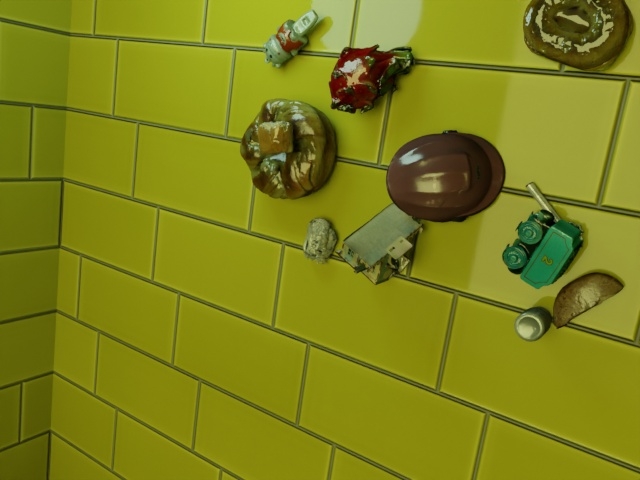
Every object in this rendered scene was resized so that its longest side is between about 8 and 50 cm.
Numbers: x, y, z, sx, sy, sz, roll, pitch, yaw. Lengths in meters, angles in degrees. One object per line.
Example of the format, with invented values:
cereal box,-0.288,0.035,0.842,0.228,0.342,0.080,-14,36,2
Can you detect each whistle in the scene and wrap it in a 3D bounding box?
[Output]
whistle,-0.104,-0.681,1.999,0.253,0.106,0.101,-32,119,31

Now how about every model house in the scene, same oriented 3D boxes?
model house,0.187,0.041,1.845,0.178,0.271,0.206,41,151,19

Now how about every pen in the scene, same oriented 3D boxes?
pen,0.636,-0.076,1.628,0.025,0.025,0.204,-42,74,30

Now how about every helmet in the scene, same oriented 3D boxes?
helmet,0.337,-0.185,1.711,0.338,0.197,0.271,-1,92,34

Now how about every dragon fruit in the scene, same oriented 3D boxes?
dragon fruit,0.153,-0.491,1.812,0.269,0.198,0.200,2,86,19

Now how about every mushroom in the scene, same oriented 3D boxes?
mushroom,0.697,0.153,1.586,0.209,0.072,0.094,-39,66,31

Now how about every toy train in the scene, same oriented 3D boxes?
toy train,0.599,0.024,1.600,0.163,0.112,0.203,36,126,24

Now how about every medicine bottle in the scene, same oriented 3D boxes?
medicine bottle,0.589,0.226,1.629,0.080,0.130,0.080,3,97,32

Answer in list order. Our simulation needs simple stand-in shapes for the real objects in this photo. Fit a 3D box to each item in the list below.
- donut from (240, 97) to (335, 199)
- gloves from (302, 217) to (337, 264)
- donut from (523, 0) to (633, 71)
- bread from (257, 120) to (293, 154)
donut,-0.108,-0.311,2.002,0.360,0.170,0.361,6,101,32
gloves,-0.003,0.000,2.025,0.114,0.070,0.153,21,105,30
donut,0.648,-0.553,1.502,0.261,0.128,0.209,26,108,27
bread,-0.146,-0.326,1.875,0.125,0.082,0.106,5,95,34
